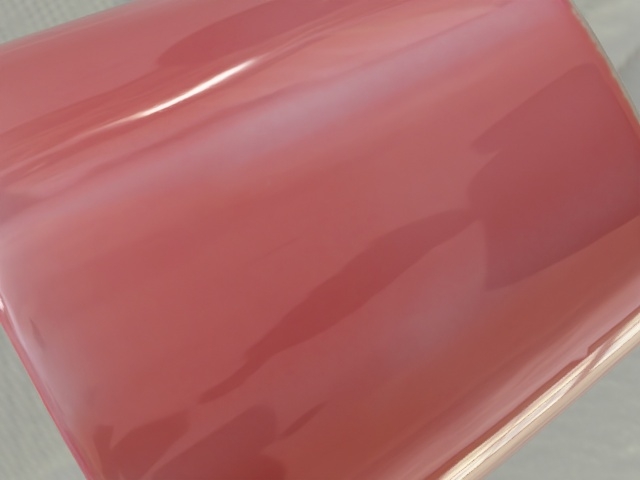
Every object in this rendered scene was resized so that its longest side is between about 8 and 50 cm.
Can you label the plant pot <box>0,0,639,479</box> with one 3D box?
[{"bbox_3d":[0.000,0.000,0.779,0.243,0.275,0.275,-29,-59,-4],"label":"plant pot"}]
